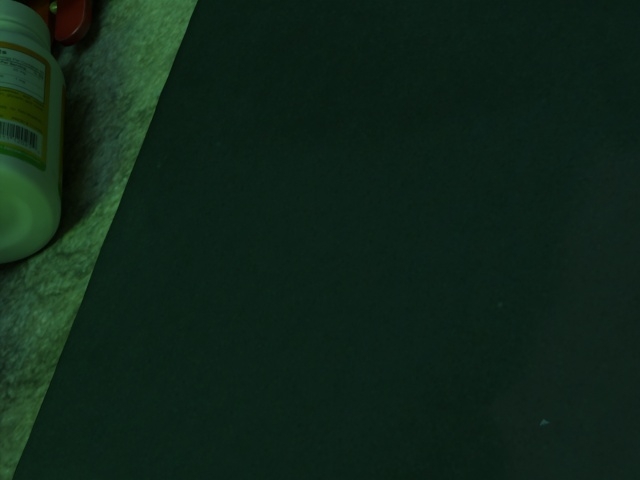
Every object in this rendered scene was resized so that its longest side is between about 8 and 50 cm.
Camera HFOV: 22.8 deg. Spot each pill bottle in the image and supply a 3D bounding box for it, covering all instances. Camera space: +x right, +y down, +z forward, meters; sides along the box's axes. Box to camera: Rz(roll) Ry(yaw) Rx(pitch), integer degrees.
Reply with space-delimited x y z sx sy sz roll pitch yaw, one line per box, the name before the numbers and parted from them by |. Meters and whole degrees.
pill bottle | -0.308 -0.110 1.487 0.136 0.136 0.245 -29 44 24

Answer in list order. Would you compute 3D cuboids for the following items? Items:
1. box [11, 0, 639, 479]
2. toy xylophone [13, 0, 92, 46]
box | 0.187 0.023 0.651 0.297 0.472 0.480 -6 57 41
toy xylophone | -0.339 -0.269 1.686 0.323 0.081 0.236 -22 47 31
